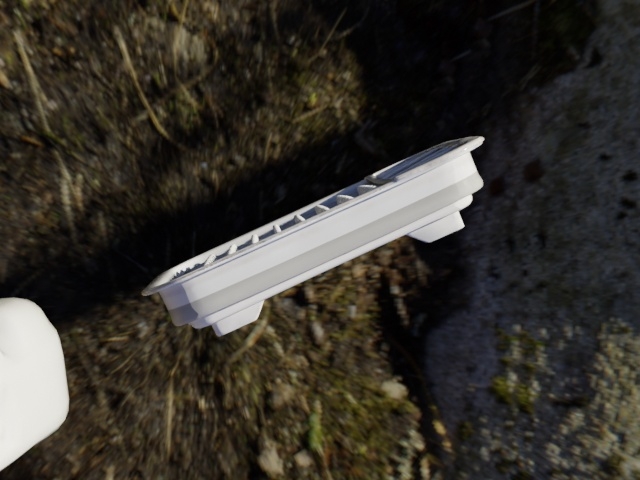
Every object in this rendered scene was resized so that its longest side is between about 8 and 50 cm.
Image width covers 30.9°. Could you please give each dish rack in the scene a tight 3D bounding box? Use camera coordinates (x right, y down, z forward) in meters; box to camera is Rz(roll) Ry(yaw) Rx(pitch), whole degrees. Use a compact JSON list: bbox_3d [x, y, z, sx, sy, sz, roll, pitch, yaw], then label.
[{"bbox_3d":[0.000,0.000,1.115,0.332,0.285,0.072,-24,95,-2],"label":"dish rack"}]

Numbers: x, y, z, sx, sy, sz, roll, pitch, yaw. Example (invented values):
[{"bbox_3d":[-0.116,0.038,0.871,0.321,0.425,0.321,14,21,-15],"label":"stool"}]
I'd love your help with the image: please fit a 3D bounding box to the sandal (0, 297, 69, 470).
[{"bbox_3d":[-0.175,0.112,0.197,0.169,0.416,0.102,-11,101,31],"label":"sandal"}]
